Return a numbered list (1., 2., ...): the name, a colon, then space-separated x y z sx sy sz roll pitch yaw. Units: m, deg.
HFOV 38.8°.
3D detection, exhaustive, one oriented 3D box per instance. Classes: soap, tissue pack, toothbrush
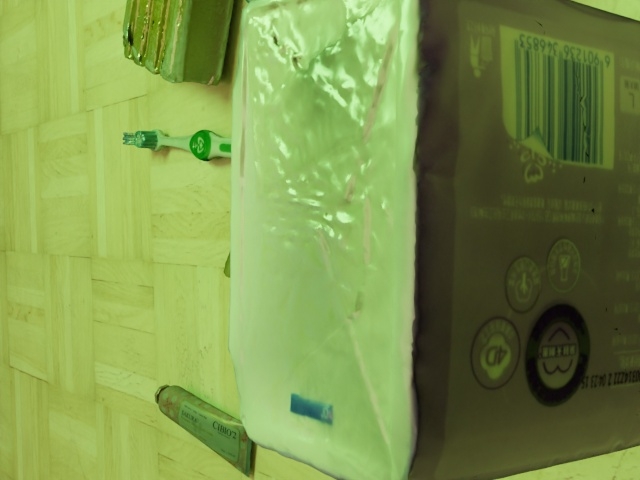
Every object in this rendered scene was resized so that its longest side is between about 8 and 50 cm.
1. soap: -0.172 -0.347 1.142 0.173 0.089 0.274 34 119 50
2. tissue pack: 0.124 -0.006 0.532 0.160 0.338 0.242 4 92 51
3. toothbrush: -0.140 -0.122 1.165 0.418 0.040 0.042 12 101 49

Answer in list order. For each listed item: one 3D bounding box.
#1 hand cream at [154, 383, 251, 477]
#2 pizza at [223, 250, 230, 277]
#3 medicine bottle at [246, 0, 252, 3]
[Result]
1. hand cream: -0.154 0.241 1.200 0.210 0.043 0.067 18 107 47
2. pizza: 0.000 0.000 0.932 0.365 0.074 0.182 -16 70 55
3. medicine bottle: -0.063 -0.285 1.022 0.089 0.052 0.052 50 131 41
